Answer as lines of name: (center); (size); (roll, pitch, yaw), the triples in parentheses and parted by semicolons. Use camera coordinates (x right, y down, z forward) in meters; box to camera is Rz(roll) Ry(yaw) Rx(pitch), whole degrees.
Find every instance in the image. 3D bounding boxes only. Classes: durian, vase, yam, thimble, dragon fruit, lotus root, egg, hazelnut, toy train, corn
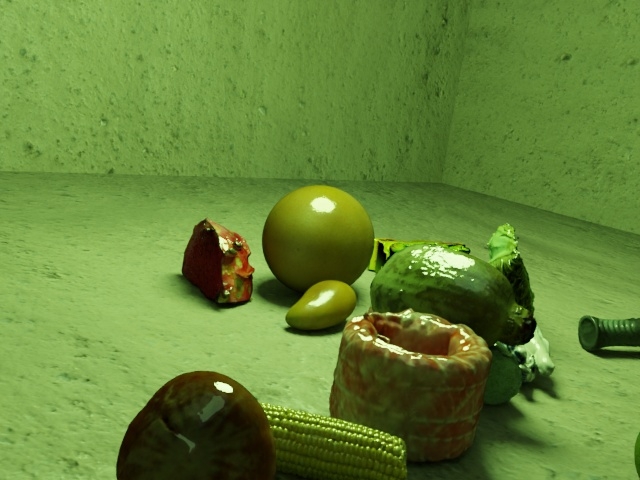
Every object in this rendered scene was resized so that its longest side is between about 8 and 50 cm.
durian: (0.421, 0.079, 1.800); (0.163, 0.198, 0.394); (22, -10, 12)
vase: (0.680, 0.200, 1.742); (0.237, 0.116, 0.115); (0, 14, -14)
yam: (0.266, 0.206, 1.408); (0.107, 0.107, 0.194); (4, 14, -17)
thimble: (0.132, 0.204, 1.182); (0.239, 0.162, 0.239); (8, 13, -2)
dragon fruit: (-0.203, 0.035, 1.752); (0.126, 0.161, 0.274); (-1, 13, -27)
lotus root: (0.216, 0.099, 1.355); (0.309, 0.173, 0.173); (12, 12, 41)
egg: (0.000, 0.000, 1.843); (0.250, 0.250, 0.322); (12, 3, 16)
hazelnut: (-0.126, 0.236, 0.864); (0.182, 0.182, 0.182); (8, 12, -2)
toy train: (0.273, 0.048, 2.162); (0.296, 0.101, 0.160); (1, 12, -32)
corn: (-0.008, 0.260, 1.019); (0.248, 0.081, 0.081); (10, 12, 10)

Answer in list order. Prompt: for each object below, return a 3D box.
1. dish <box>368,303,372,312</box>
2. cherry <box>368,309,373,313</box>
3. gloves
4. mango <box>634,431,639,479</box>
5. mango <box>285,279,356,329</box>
dish: (0.242, 0.128, 1.690); (0.273, 0.134, 0.273); (9, 13, -2)
cherry: (0.154, 0.192, 1.463); (0.107, 0.090, 0.225); (18, 15, -43)
gloves: (0.374, 0.206, 1.501); (0.119, 0.097, 0.229); (6, 6, 14)
mango: (0.466, 0.308, 0.994); (0.091, 0.137, 0.237); (7, -2, -8)
mango: (0.005, 0.132, 1.628); (0.102, 0.085, 0.184); (15, 19, 31)
